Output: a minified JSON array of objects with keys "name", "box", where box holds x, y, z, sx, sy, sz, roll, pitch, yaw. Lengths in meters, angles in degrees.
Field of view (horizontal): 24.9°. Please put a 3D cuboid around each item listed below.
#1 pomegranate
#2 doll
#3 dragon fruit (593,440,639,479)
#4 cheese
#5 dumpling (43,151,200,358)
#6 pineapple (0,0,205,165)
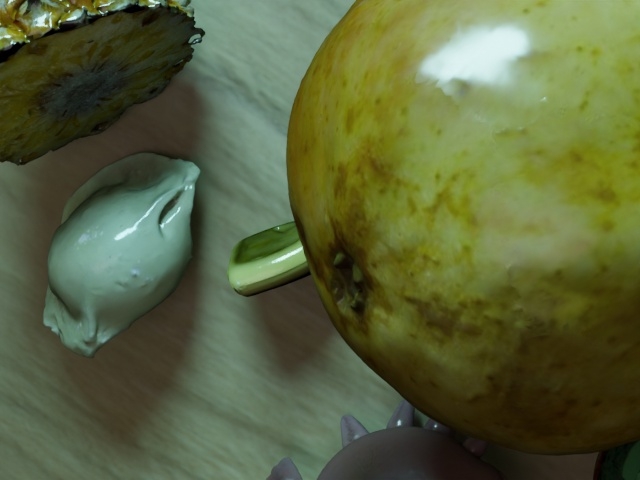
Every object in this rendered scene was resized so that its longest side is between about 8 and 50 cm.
[{"name":"pomegranate","box":[0.185,-0.045,1.014,0.410,0.410,0.410,6,109,18]},{"name":"doll","box":[0.061,0.235,1.240,0.262,0.211,0.093,0,153,32]},{"name":"dragon fruit","box":[0.332,0.191,1.143,0.295,0.130,0.268,19,123,19]},{"name":"cheese","box":[0.000,0.001,1.240,0.162,0.086,0.036,-19,107,10]},{"name":"dumpling","box":[-0.187,0.000,1.295,0.155,0.181,0.111,33,158,39]},{"name":"pineapple","box":[-0.265,-0.235,1.198,0.262,0.262,0.272,-34,77,26]}]
